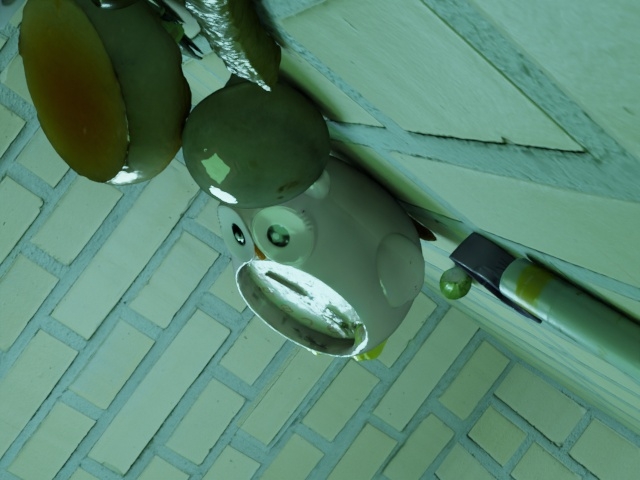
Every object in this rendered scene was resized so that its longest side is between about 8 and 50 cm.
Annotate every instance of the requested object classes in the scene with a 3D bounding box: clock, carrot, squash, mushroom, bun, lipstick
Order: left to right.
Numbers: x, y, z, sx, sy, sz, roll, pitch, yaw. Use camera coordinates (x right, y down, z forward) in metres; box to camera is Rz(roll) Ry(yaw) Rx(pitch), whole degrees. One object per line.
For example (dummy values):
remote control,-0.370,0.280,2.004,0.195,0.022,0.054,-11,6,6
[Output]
bun,-0.288,-0.230,1.166,0.299,0.299,0.164,37,-137,28
mushroom,-0.092,-0.150,1.130,0.204,0.204,0.204,37,179,0
clock,0.000,0.000,1.441,0.368,0.251,0.377,3,139,40
carrot,0.134,-0.049,1.519,0.190,0.037,0.037,36,179,1
squash,0.298,0.098,1.834,0.069,0.069,0.239,37,179,9
clock,0.264,0.054,1.176,0.152,0.050,0.110,37,180,-24
lipstick,0.328,0.103,0.976,0.264,0.059,0.059,35,178,42

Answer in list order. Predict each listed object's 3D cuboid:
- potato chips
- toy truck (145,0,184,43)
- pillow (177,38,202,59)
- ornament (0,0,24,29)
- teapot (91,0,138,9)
potato chips,-0.079,-0.207,0.718,0.080,0.057,0.407,24,179,0
toy truck,-0.281,-0.343,1.231,0.169,0.077,0.100,41,164,-28
pillow,-0.307,-0.379,1.447,0.232,0.038,0.130,35,-176,22
ornament,-0.492,-0.400,0.993,0.239,0.240,0.240,38,179,6
teapot,-0.233,-0.317,0.950,0.085,0.080,0.110,58,159,-14
